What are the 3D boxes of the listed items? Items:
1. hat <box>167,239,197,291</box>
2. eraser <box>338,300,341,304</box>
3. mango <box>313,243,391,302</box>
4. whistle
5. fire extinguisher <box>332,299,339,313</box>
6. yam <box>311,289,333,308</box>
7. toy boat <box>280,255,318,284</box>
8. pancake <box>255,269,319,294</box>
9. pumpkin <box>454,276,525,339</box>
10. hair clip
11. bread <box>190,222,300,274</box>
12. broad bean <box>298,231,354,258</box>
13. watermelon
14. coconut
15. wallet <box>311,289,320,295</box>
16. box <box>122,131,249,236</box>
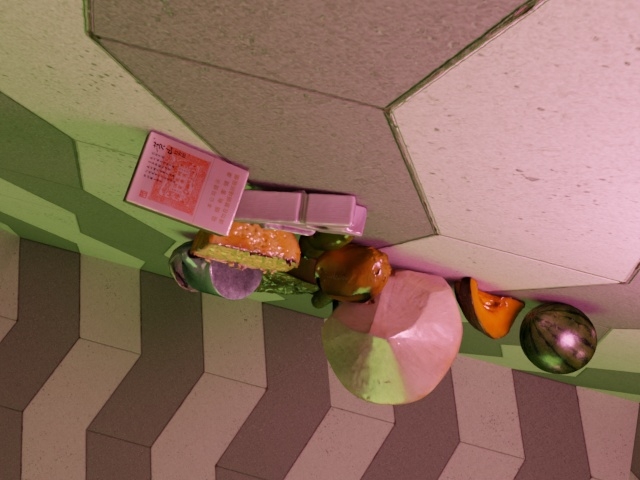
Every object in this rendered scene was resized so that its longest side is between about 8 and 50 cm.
[{"bbox_3d":[-0.389,0.069,2.037,0.275,0.161,0.232,-18,139,24],"label":"hat"},{"bbox_3d":[0.199,0.271,2.010,0.111,0.077,0.352,-10,138,35],"label":"eraser"},{"bbox_3d":[0.082,0.077,1.500,0.156,0.151,0.248,55,150,-11],"label":"mango"},{"bbox_3d":[-0.239,0.055,1.804,0.404,0.188,0.168,-19,-164,-40],"label":"whistle"},{"bbox_3d":[0.088,0.248,2.176,0.095,0.114,0.311,-14,-175,2],"label":"fire extinguisher"},{"bbox_3d":[0.025,0.199,2.208,0.071,0.067,0.317,57,160,7],"label":"yam"},{"bbox_3d":[-0.103,0.052,1.736,0.321,0.089,0.121,26,179,-38],"label":"toy boat"},{"bbox_3d":[-0.190,0.137,2.210,0.387,0.082,0.387,8,164,2],"label":"pancake"},{"bbox_3d":[0.439,0.202,1.621,0.254,0.149,0.130,23,157,-35],"label":"pumpkin"},{"bbox_3d":[-0.073,-0.058,1.214,0.330,0.085,0.101,8,168,23],"label":"hair clip"},{"bbox_3d":[-0.176,-0.009,1.441,0.260,0.147,0.160,13,160,-22],"label":"bread"},{"bbox_3d":[0.000,0.000,1.438,0.077,0.061,0.339,34,163,-11],"label":"broad bean"},{"bbox_3d":[0.624,0.260,1.532,0.214,0.188,0.188,38,163,-10],"label":"watermelon"},{"bbox_3d":[0.206,0.249,1.609,0.344,0.415,0.415,34,174,20],"label":"coconut"},{"bbox_3d":[0.099,0.243,2.423,0.309,0.042,0.165,21,166,-8],"label":"wallet"},{"bbox_3d":[-0.251,-0.102,1.114,0.201,0.141,0.058,22,171,-22],"label":"box"}]
